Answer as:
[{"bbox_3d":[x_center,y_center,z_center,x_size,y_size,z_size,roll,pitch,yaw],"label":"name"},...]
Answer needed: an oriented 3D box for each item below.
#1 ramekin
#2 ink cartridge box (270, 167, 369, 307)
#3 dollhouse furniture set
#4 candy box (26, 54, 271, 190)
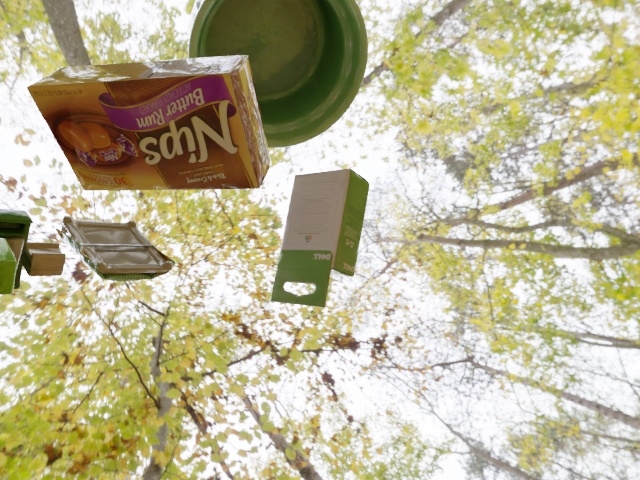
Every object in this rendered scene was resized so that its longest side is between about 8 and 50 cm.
[{"bbox_3d":[-0.084,-0.332,0.748,0.304,0.148,0.303,-13,-45,-13],"label":"ramekin"},{"bbox_3d":[0.000,0.000,0.652,0.062,0.109,0.209,27,-111,-50],"label":"ink cartridge box"},{"bbox_3d":[-0.467,0.058,0.793,0.302,0.198,0.151,3,-62,-51],"label":"dollhouse furniture set"},{"bbox_3d":[-0.148,-0.103,0.392,0.053,0.187,0.109,-75,-17,-48],"label":"candy box"}]
